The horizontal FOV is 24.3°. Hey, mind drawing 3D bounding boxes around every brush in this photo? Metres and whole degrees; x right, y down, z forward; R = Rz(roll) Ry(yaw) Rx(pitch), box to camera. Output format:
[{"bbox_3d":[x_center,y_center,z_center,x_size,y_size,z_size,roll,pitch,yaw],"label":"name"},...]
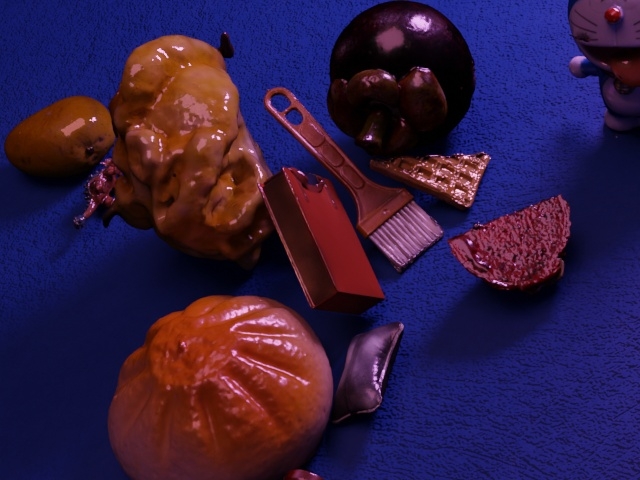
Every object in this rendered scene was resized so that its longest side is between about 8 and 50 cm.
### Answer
[{"bbox_3d":[0.032,-0.094,1.998,0.090,0.017,0.314,-40,77,-16],"label":"brush"}]

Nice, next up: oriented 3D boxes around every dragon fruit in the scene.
[{"bbox_3d":[0.248,0.024,1.857,0.162,0.083,0.106,-20,65,-7],"label":"dragon fruit"}]

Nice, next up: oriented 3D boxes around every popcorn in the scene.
[{"bbox_3d":[-0.180,-0.100,2.022,0.281,0.297,0.316,-32,74,-6],"label":"popcorn"}]

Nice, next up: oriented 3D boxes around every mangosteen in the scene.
[{"bbox_3d":[0.102,-0.207,2.027,0.211,0.211,0.250,1,40,27],"label":"mangosteen"}]

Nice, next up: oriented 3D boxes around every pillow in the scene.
[{"bbox_3d":[0.056,0.162,1.834,0.091,0.055,0.136,0,49,29],"label":"pillow"}]

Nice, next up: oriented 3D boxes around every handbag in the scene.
[{"bbox_3d":[0.000,0.000,1.906,0.063,0.127,0.190,-33,69,24],"label":"handbag"}]

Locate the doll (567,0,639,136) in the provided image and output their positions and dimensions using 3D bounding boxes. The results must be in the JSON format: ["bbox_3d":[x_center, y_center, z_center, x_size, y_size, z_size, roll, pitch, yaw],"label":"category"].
[{"bbox_3d":[0.398,-0.243,1.898,0.215,0.257,0.161,14,45,38],"label":"doll"}]

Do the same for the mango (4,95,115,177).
[{"bbox_3d":[-0.411,-0.159,2.332,0.195,0.098,0.137,-5,51,32],"label":"mango"}]

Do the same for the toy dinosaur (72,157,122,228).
[{"bbox_3d":[-0.334,-0.075,2.246,0.055,0.049,0.154,4,48,26],"label":"toy dinosaur"}]

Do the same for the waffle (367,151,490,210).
[{"bbox_3d":[0.147,-0.106,2.002,0.152,0.023,0.097,23,59,-1],"label":"waffle"}]

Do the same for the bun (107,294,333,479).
[{"bbox_3d":[-0.137,0.178,1.839,0.299,0.165,0.299,-13,45,13],"label":"bun"}]

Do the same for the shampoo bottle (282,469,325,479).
[{"bbox_3d":[-0.060,0.384,1.682,0.102,0.064,0.260,5,53,30],"label":"shampoo bottle"}]
